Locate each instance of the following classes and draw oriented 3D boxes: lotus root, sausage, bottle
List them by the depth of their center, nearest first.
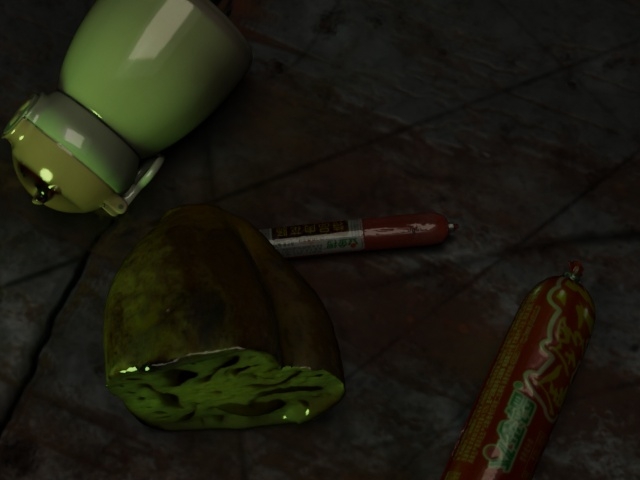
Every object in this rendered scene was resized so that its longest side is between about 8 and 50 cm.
[{"bbox_3d":[-0.081,0.058,1.396,0.199,0.188,0.180,-3,64,4],"label":"lotus root"},{"bbox_3d":[0.175,0.133,1.419,0.083,0.083,0.264,23,72,9],"label":"sausage"},{"bbox_3d":[-0.186,-0.125,1.486,0.147,0.147,0.236,38,83,13],"label":"bottle"},{"bbox_3d":[0.000,0.000,1.490,0.253,0.034,0.034,-7,70,-1],"label":"sausage"}]
